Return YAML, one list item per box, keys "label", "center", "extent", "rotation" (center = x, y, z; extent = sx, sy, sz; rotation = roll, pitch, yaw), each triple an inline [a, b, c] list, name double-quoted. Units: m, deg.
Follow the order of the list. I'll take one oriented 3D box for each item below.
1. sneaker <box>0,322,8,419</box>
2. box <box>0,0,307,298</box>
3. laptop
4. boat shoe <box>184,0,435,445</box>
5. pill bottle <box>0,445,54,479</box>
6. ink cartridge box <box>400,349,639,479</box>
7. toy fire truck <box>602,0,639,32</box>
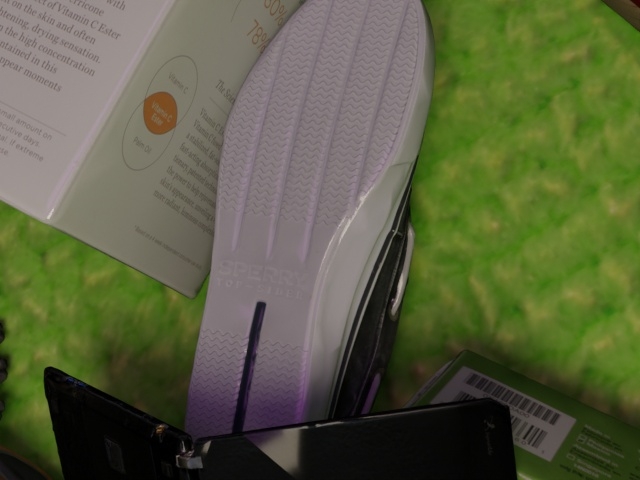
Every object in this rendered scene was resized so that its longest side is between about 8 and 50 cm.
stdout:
- label: "sneaker"
  center: [-0.318, 0.043, 0.792]
  extent: [0.135, 0.097, 0.276]
  rotation: [-28, 68, 7]
- label: "box"
  center: [-0.101, -0.166, 0.721]
  extent: [0.168, 0.215, 0.345]
  rotation: [27, 84, 21]
- label: "laptop"
  center: [-0.025, 0.187, 0.626]
  extent: [0.264, 0.136, 0.234]
  rotation: [11, 113, 52]
- label: "boat shoe"
  center: [0.000, 0.000, 0.701]
  extent: [0.121, 0.119, 0.335]
  rotation: [16, 87, 26]
- label: "pill bottle"
  center: [-0.262, 0.250, 0.704]
  extent: [0.130, 0.130, 0.246]
  rotation: [35, 88, 21]
- label: "ink cartridge box"
  center: [0.111, 0.222, 0.634]
  extent: [0.189, 0.097, 0.255]
  rotation: [25, 118, 20]
- label: "toy fire truck"
  center: [0.235, -0.260, 0.632]
  extent: [0.217, 0.246, 0.158]
  rotation: [-43, 69, 2]
